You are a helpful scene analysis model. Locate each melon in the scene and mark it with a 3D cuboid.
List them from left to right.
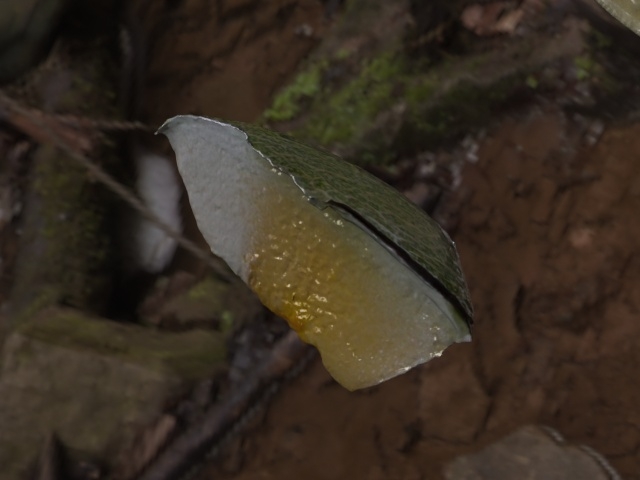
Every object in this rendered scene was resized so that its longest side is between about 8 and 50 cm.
[{"bbox_3d":[0.003,-0.004,0.872,0.202,0.139,0.093,39,115,10],"label":"melon"}]

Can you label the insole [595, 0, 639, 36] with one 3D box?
[{"bbox_3d":[0.171,-0.096,0.630,0.081,0.248,0.011,-52,2,27],"label":"insole"}]
